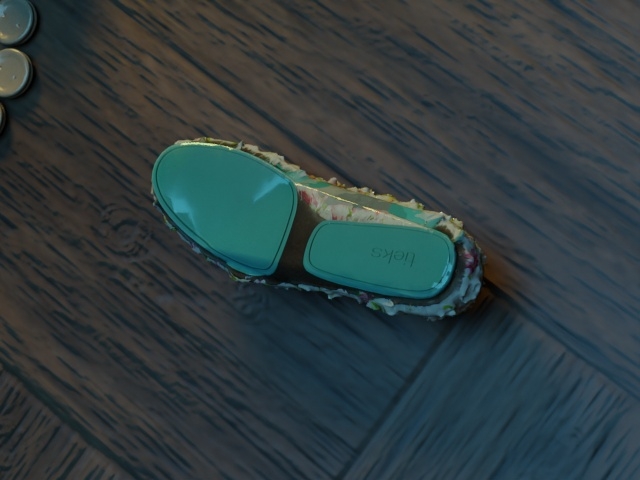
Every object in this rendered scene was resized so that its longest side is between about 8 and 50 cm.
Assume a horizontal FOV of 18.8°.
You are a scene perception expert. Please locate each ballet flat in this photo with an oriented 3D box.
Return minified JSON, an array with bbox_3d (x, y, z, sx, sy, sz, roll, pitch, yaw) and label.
[{"bbox_3d":[0.000,0.000,1.242,0.241,0.077,0.091,22,88,26],"label":"ballet flat"}]

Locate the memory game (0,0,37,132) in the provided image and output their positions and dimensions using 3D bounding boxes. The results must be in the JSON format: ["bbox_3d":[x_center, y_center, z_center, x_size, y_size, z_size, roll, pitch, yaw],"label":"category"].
[{"bbox_3d":[-0.289,-0.138,1.421,0.186,0.012,0.186,-4,79,21],"label":"memory game"}]
